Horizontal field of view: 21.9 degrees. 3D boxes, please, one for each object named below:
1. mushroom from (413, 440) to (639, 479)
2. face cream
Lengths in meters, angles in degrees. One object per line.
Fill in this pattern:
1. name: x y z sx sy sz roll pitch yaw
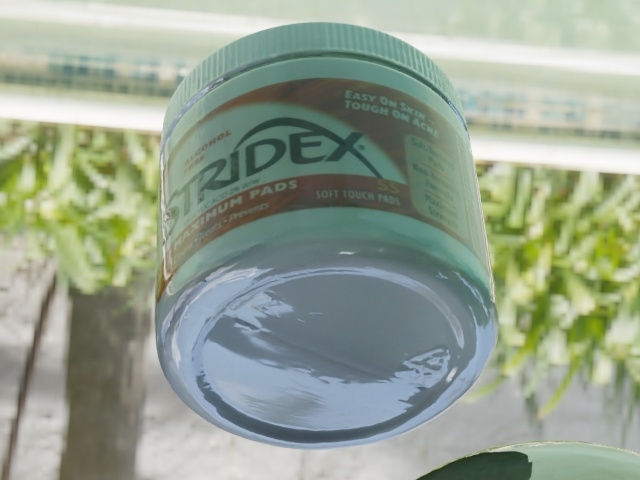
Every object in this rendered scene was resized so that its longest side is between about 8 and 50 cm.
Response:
1. mushroom: 0.099 0.281 0.822 0.294 0.362 0.362 41 174 -6
2. face cream: 0.000 0.000 1.005 0.201 0.187 0.201 -2 138 -2
